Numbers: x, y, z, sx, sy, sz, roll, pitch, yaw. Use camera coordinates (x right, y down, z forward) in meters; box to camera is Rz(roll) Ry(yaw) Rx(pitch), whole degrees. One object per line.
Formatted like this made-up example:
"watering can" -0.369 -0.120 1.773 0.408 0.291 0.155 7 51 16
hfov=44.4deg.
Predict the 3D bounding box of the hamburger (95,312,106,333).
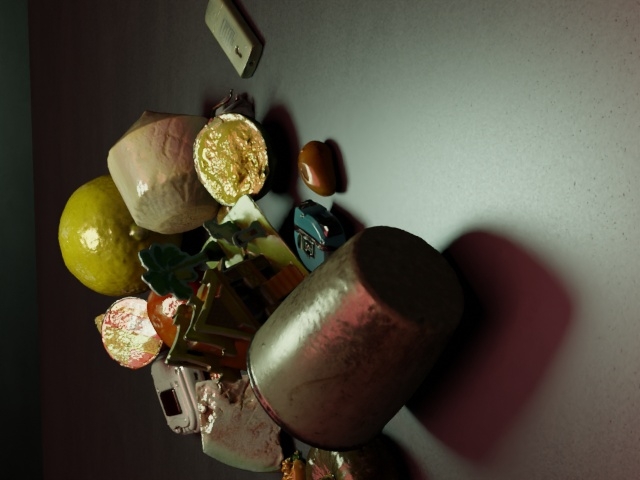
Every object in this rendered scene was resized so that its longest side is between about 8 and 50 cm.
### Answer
"hamburger" -0.554 0.259 2.334 0.135 0.208 0.155 -36 61 56

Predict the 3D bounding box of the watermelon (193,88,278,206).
"watermelon" -0.179 -0.187 1.772 0.204 0.127 0.232 -41 72 30

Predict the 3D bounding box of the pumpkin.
"pumpkin" 0.052 0.471 1.519 0.219 0.162 0.218 2 93 54

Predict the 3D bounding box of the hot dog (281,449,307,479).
"hot dog" -0.055 0.577 1.784 0.072 0.055 0.188 -10 88 57

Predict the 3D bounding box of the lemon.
"lemon" -0.533 -0.022 2.133 0.364 0.364 0.364 13 106 54

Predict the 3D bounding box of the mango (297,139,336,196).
"mango" -0.006 -0.143 1.591 0.077 0.063 0.127 -36 66 43

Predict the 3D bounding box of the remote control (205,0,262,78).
"remote control" -0.208 -0.490 1.854 0.233 0.038 0.098 59 139 31

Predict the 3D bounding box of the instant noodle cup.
"instant noodle cup" -0.470 0.247 2.175 0.193 0.212 0.193 0 89 17

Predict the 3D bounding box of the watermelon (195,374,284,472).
"watermelon" -0.192 0.427 1.900 0.310 0.193 0.231 -110 13 -59

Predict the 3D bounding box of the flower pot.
"flower pot" 0.073 0.156 1.346 0.330 0.294 0.293 -53 53 36

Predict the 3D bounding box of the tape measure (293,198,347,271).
"tape measure" 0.000 0.000 1.590 0.146 0.081 0.125 39 137 47

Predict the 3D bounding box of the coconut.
"coconut" -0.375 -0.186 1.944 0.329 0.329 0.328 13 106 54

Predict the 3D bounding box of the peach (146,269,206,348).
"peach" -0.323 0.185 1.984 0.244 0.199 0.243 22 129 30

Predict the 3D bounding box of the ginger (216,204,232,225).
"ginger" -0.198 -0.029 1.878 0.205 0.081 0.115 43 116 52

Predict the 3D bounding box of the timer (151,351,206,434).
"timer" -0.391 0.427 2.203 0.262 0.087 0.236 -30 76 59

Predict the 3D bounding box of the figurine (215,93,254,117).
"figurine" -0.207 -0.302 1.863 0.086 0.082 0.094 -148 68 -69

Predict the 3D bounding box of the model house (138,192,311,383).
"model house" -0.208 0.106 1.623 0.357 0.313 0.242 53 126 12

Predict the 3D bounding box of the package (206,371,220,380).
"package" -0.270 0.412 2.103 0.083 0.022 0.200 -38 65 53
